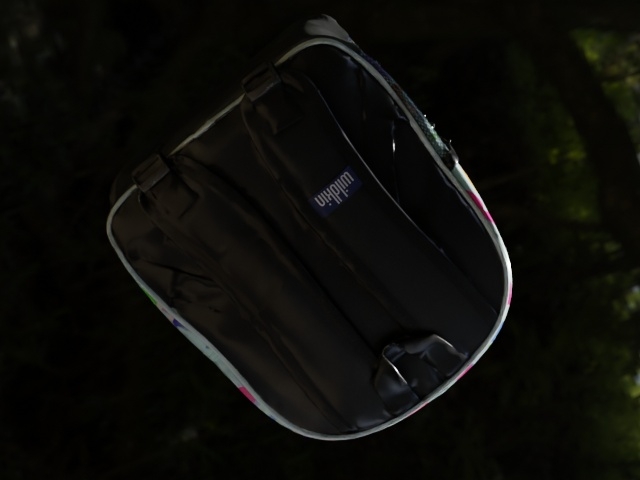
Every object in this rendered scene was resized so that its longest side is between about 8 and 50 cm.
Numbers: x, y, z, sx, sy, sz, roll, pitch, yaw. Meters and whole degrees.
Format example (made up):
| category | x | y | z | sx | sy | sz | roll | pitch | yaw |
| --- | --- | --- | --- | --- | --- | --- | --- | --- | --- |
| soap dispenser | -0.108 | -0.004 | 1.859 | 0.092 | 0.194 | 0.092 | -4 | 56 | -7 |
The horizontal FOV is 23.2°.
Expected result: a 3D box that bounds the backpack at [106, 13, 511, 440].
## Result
| category | x | y | z | sx | sy | sz | roll | pitch | yaw |
| --- | --- | --- | --- | --- | --- | --- | --- | --- | --- |
| backpack | 0.000 | 0.000 | 1.074 | 0.253 | 0.225 | 0.191 | 49 | 6 | -10 |
